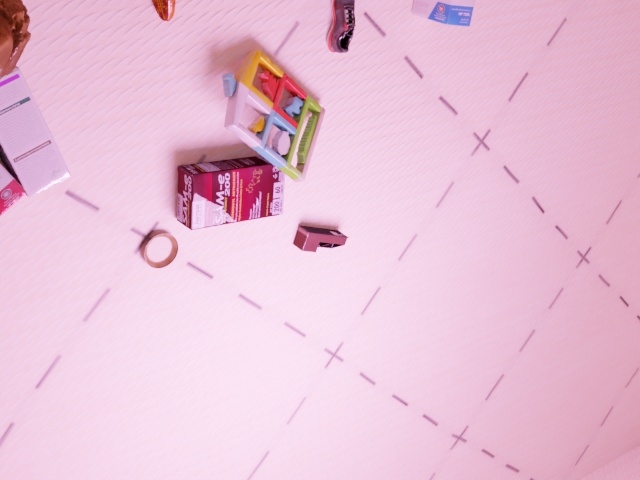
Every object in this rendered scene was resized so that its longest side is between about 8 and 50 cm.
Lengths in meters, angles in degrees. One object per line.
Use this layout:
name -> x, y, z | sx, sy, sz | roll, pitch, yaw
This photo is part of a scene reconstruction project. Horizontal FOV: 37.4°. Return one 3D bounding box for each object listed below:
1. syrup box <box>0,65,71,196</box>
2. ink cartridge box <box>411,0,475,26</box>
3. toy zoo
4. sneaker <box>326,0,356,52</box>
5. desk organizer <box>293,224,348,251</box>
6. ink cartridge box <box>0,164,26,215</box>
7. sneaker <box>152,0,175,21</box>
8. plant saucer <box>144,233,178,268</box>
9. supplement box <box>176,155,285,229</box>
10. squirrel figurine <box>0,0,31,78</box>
syrup box -> -0.561, -0.209, 1.743 | 0.096, 0.093, 0.236 | -32, 128, -22
ink cartridge box -> 0.299, -0.623, 2.186 | 0.078, 0.134, 0.231 | -5, 115, -36
toy zoo -> -0.108, -0.279, 2.054 | 0.293, 0.030, 0.192 | 37, 61, -43
sneaker -> 0.061, -0.492, 2.110 | 0.061, 0.065, 0.157 | -8, 116, -35
desk organizer -> 0.000, 0.000, 2.319 | 0.130, 0.047, 0.050 | 6, 109, -40
ink cartridge box -> -0.648, -0.121, 1.694 | 0.128, 0.127, 0.176 | -43, 131, -13
sneaker -> -0.290, -0.511, 1.830 | 0.067, 0.064, 0.175 | -20, 126, -42
plant saucer -> -0.351, 0.021, 2.074 | 0.083, 0.015, 0.083 | -18, 122, -31
supplement box -> -0.196, -0.110, 2.093 | 0.240, 0.073, 0.130 | -12, 117, -33
squirrel figurine -> -0.671, -0.362, 1.483 | 0.370, 0.281, 0.397 | 35, 44, -13
